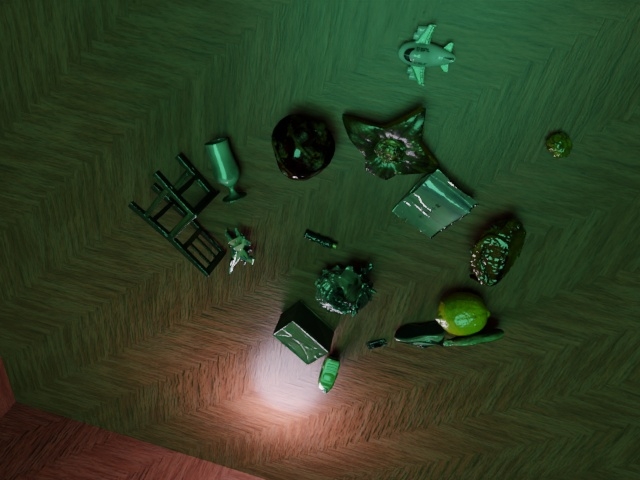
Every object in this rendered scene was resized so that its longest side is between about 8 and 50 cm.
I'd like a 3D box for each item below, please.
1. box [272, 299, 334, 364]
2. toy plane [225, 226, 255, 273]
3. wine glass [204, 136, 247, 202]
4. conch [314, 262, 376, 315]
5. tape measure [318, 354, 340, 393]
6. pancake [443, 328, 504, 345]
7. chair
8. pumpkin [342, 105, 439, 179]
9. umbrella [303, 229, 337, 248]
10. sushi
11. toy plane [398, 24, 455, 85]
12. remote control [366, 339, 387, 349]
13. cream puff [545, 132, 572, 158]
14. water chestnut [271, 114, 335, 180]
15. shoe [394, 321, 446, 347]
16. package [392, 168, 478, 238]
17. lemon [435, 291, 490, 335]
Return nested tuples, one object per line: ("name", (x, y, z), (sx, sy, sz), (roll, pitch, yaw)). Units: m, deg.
("box", (-0.075, 0.419, 2.038), (0.155, 0.149, 0.231), (-37, 107, 29))
("toy plane", (-0.353, 0.056, 1.917), (0.192, 0.088, 0.262), (45, 146, 17))
("wine glass", (-0.360, -0.267, 1.700), (0.103, 0.103, 0.231), (-7, 117, 18))
("conch", (0.101, 0.193, 1.854), (0.241, 0.186, 0.313), (49, 139, -10))
("tape measure", (0.041, 0.630, 2.143), (0.087, 0.154, 0.178), (18, 94, -2))
("pancake", (0.628, 0.397, 1.830), (0.253, 0.253, 0.037), (-17, 78, 23))
("chair", (-0.503, -0.093, 1.784), (0.416, 0.203, 0.240), (45, 122, -14))
("pumpkin", (0.237, -0.324, 1.522), (0.289, 0.095, 0.259), (-2, 134, 25))
("umbrella", (0.000, 0.000, 1.820), (0.143, 0.037, 0.040), (22, 111, 3))
("sushi", (0.640, 0.041, 1.632), (0.166, 0.179, 0.297), (14, 123, 25))
("toy plane", (0.321, -0.561, 1.359), (0.173, 0.080, 0.174), (8, 123, 12))
("remote control", (0.260, 0.479, 2.076), (0.096, 0.014, 0.039), (-19, 116, 22))
("cream puff", (0.763, -0.301, 1.428), (0.083, 0.058, 0.084), (-4, 119, 14))
("water chestnut", (-0.073, -0.310, 1.536), (0.238, 0.224, 0.224), (-20, 117, 41))
("shoe", (0.440, 0.426, 1.955), (0.227, 0.099, 0.112), (-12, 126, 20))
("package", (0.415, -0.128, 1.631), (0.203, 0.062, 0.251), (36, 136, -10))
("lemon", (0.566, 0.291, 1.788), (0.193, 0.181, 0.181), (-30, 111, 33))
